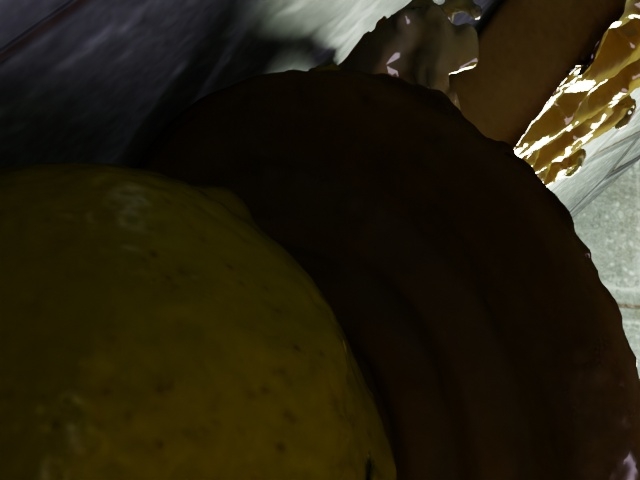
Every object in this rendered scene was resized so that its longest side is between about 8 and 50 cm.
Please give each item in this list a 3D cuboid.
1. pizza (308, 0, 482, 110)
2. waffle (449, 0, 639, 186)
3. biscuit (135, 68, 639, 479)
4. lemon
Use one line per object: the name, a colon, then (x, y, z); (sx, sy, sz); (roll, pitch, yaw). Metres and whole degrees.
pizza: (0.001, 0.000, 0.596); (0.297, 0.071, 0.189); (130, -24, -67)
waffle: (0.162, -0.105, 0.915); (0.304, 0.077, 0.348); (-32, 165, -42)
biscuit: (0.002, 0.064, 0.507); (0.037, 0.262, 0.262); (-19, 156, -47)
lemon: (-0.081, 0.088, 0.411); (0.204, 0.204, 0.260); (121, -18, -57)
